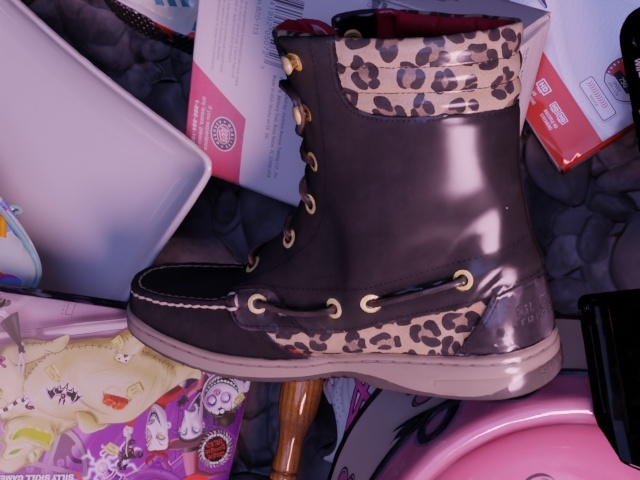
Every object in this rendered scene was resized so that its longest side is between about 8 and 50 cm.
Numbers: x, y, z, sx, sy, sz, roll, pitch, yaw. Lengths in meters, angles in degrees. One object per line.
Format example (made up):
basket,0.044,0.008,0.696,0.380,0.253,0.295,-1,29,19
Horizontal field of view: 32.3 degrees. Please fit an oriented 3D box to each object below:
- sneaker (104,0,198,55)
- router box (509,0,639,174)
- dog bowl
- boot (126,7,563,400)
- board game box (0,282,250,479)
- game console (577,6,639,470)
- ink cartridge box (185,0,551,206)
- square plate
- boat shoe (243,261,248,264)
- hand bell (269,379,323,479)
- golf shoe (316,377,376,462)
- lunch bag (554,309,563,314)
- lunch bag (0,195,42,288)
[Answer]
sneaker,-0.141,-0.236,1.097,0.161,0.057,0.075,27,78,13
router box,0.253,-0.280,0.991,0.301,0.082,0.335,-33,82,10
dog bowl,0.199,0.274,0.916,0.408,0.150,0.408,1,98,4
boot,0.000,-0.032,0.871,0.377,0.138,0.284,6,114,28
board game box,-0.228,0.152,0.987,0.056,0.347,0.208,22,100,55
game console,0.291,-0.014,0.834,0.213,0.044,0.361,-6,77,-5
ink cartridge box,0.034,-0.128,0.965,0.283,0.117,0.207,21,120,19
square plate,-0.299,-0.052,1.079,0.344,0.049,0.347,40,117,11
boat shoe,0.000,0.000,1.050,0.170,0.063,0.059,-33,88,10
hand bell,-0.031,0.209,1.024,0.126,0.126,0.242,13,90,12
golf shoe,0.042,0.128,1.036,0.086,0.067,0.186,8,91,14
lunch bag,0.200,0.112,1.004,0.067,0.065,0.098,30,95,-1
lunch bag,-0.392,-0.008,0.970,0.224,0.108,0.279,-43,109,-27
